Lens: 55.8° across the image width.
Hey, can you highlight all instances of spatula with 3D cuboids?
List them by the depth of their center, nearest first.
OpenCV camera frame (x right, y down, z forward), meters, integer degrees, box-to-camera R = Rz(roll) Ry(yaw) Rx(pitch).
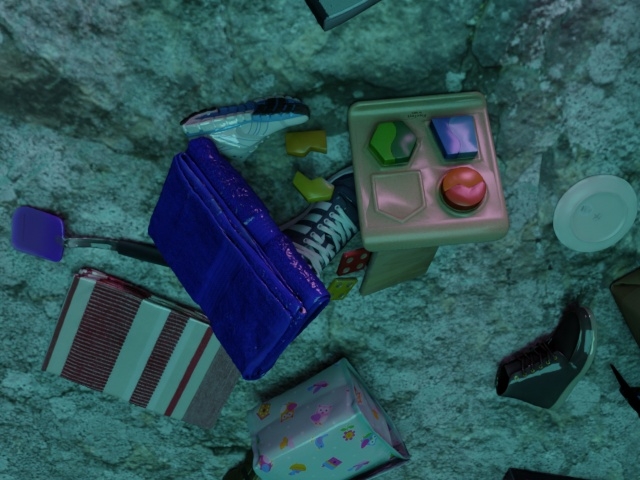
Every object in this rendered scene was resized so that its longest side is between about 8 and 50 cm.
[{"bbox_3d":[-0.353,0.008,0.979,0.297,0.030,0.084,10,112,-7],"label":"spatula"}]

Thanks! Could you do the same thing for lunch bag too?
[{"bbox_3d":[0.025,0.379,1.108,0.223,0.160,0.262,-29,125,7],"label":"lunch bag"}]

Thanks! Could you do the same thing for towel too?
[{"bbox_3d":[-0.139,0.032,0.860,0.308,0.076,0.227,52,130,18],"label":"towel"},{"bbox_3d":[-0.304,0.200,1.073,0.329,0.037,0.237,24,114,-12],"label":"towel"}]

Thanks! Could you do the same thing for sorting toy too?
[{"bbox_3d":[0.107,-0.101,0.878,0.307,0.041,0.229,-5,76,0],"label":"sorting toy"},{"bbox_3d":[0.116,0.019,0.965,0.275,0.046,0.132,-17,144,-26],"label":"sorting toy"}]

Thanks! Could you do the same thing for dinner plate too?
[{"bbox_3d":[0.459,-0.041,1.002,0.141,0.017,0.141,-1,114,-1],"label":"dinner plate"}]

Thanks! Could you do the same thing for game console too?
[{"bbox_3d":[0.603,0.289,1.107,0.107,0.122,0.071,0,116,-3],"label":"game console"}]

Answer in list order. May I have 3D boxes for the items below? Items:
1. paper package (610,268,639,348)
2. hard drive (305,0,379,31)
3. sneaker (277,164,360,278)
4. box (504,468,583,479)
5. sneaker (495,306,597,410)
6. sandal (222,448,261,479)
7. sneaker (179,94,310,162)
[{"bbox_3d":[0.718,0.153,1.024,0.310,0.168,0.325,-33,112,11],"label":"paper package"},{"bbox_3d":[0.070,-0.408,0.785,0.255,0.054,0.172,-31,113,12],"label":"hard drive"},{"bbox_3d":[0.000,0.000,0.923,0.282,0.153,0.099,-36,112,14],"label":"sneaker"},{"bbox_3d":[0.507,0.590,1.224,0.271,0.165,0.143,11,115,-8],"label":"box"},{"bbox_3d":[0.403,0.212,1.083,0.118,0.083,0.222,10,116,-7],"label":"sneaker"},{"bbox_3d":[-0.141,0.473,1.200,0.049,0.072,0.180,26,109,-37],"label":"sandal"},{"bbox_3d":[-0.105,-0.160,0.896,0.191,0.071,0.082,-8,122,10],"label":"sneaker"}]
